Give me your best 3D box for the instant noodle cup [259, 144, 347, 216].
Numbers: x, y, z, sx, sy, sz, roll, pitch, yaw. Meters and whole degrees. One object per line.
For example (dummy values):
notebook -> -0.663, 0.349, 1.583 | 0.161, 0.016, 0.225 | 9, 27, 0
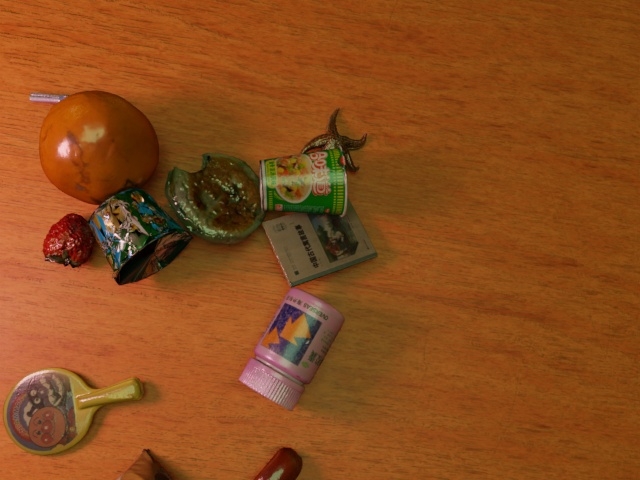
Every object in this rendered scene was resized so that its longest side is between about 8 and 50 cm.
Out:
instant noodle cup -> -0.053, -0.164, 1.645 | 0.232, 0.207, 0.207 | -2, 79, -7

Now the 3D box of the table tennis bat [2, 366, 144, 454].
table tennis bat -> -0.656, 0.437, 1.558 | 0.368, 0.054, 0.224 | -12, 81, -4

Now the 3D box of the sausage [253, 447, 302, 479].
sausage -> -0.165, 0.676, 1.542 | 0.089, 0.083, 0.300 | 41, 76, 16

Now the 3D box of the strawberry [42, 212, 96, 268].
strawberry -> -0.686, -0.001, 1.610 | 0.131, 0.131, 0.148 | 17, 85, -2

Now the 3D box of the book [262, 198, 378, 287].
book -> 0.000, 0.000, 1.693 | 0.282, 0.025, 0.215 | -20, 70, -20

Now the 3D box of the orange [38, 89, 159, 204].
orange -> -0.595, -0.249, 1.576 | 0.312, 0.312, 0.312 | 1, 78, -6

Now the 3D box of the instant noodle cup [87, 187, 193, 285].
instant noodle cup -> -0.497, -0.018, 1.582 | 0.240, 0.240, 0.178 | -36, 78, -12

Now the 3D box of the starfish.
starfish -> 0.041, -0.300, 1.781 | 0.213, 0.057, 0.238 | 0, 79, -13

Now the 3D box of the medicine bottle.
medicine bottle -> -0.076, 0.290, 1.583 | 0.178, 0.178, 0.291 | 31, 76, 1

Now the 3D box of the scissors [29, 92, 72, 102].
scissors -> -0.728, -0.409, 1.710 | 0.256, 0.125, 0.030 | 6, 102, 7

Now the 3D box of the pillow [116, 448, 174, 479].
pillow -> -0.403, 0.679, 1.410 | 0.119, 0.312, 0.310 | -39, 84, 10

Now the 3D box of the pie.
pie -> -0.289, -0.123, 1.675 | 0.302, 0.067, 0.303 | 11, 59, -19
